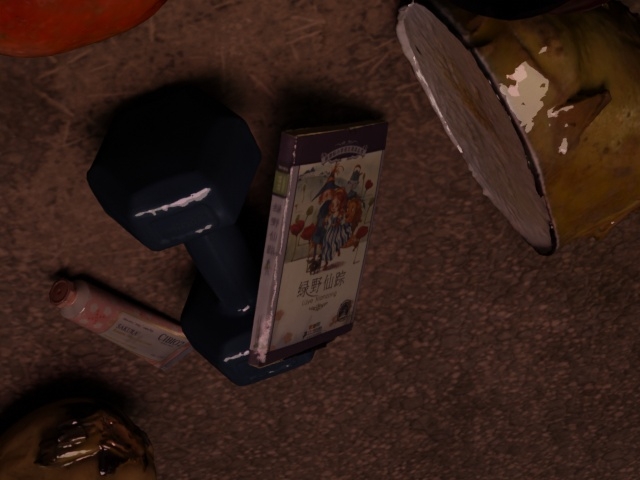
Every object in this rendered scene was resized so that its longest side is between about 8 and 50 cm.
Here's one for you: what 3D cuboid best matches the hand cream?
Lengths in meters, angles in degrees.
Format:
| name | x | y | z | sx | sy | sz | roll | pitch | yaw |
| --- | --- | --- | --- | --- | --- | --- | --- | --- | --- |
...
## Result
| name | x | y | z | sx | sy | sz | roll | pitch | yaw |
| --- | --- | --- | --- | --- | --- | --- | --- | --- | --- |
| hand cream | -0.209 | 0.091 | 1.650 | 0.067 | 0.043 | 0.209 | -38 | 141 | 17 |

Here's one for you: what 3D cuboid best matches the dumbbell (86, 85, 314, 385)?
| name | x | y | z | sx | sy | sz | roll | pitch | yaw |
| --- | --- | --- | --- | --- | --- | --- | --- | --- | --- |
| dumbbell | -0.101 | 0.003 | 1.504 | 0.144 | 0.160 | 0.325 | 6 | 146 | 23 |

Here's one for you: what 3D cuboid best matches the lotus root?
| name | x | y | z | sx | sy | sz | roll | pitch | yaw |
| --- | --- | --- | --- | --- | --- | --- | --- | --- | --- |
| lotus root | -0.315 | 0.296 | 1.737 | 0.310 | 0.183 | 0.182 | -37 | 135 | 26 |

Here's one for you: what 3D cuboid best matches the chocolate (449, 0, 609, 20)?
| name | x | y | z | sx | sy | sz | roll | pitch | yaw |
| --- | --- | --- | --- | --- | --- | --- | --- | --- | --- |
| chocolate | 0.207 | -0.298 | 1.197 | 0.186 | 0.284 | 0.283 | 0 | 140 | -44 |

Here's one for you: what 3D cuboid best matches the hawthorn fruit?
| name | x | y | z | sx | sy | sz | roll | pitch | yaw |
| --- | --- | --- | --- | --- | --- | --- | --- | --- | --- |
| hawthorn fruit | -0.179 | -0.239 | 1.163 | 0.262 | 0.210 | 0.210 | 2 | 137 | -31 |

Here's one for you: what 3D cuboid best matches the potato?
| name | x | y | z | sx | sy | sz | roll | pitch | yaw |
| --- | --- | --- | --- | --- | --- | --- | --- | --- | --- |
| potato | 0.208 | -0.153 | 1.378 | 0.196 | 0.246 | 0.300 | -36 | 141 | -5 |

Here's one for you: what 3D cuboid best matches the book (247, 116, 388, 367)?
| name | x | y | z | sx | sy | sz | roll | pitch | yaw |
| --- | --- | --- | --- | --- | --- | --- | --- | --- | --- |
| book | 0.001 | 0.000 | 1.489 | 0.157 | 0.026 | 0.231 | -15 | 119 | -54 |
